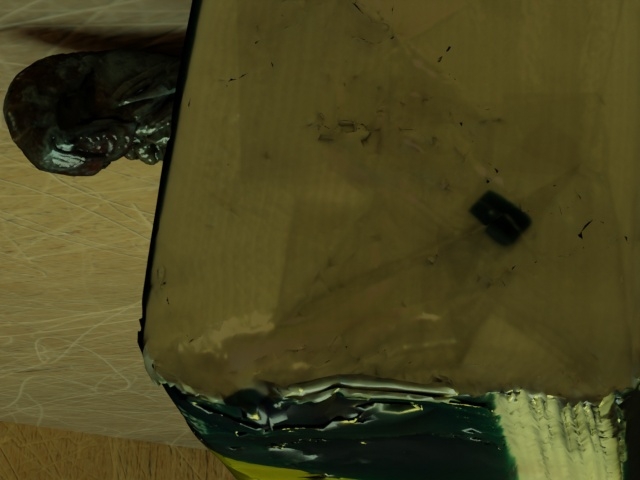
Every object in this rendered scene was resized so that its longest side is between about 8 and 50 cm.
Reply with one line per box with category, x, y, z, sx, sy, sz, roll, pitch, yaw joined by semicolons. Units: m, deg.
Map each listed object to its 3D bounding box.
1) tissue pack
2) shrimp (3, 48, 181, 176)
tissue pack;0.071;0.019;0.982;0.253;0.264;0.416;2;161;9
shrimp;-0.077;-0.078;1.101;0.233;0.079;0.090;-1;154;-25
